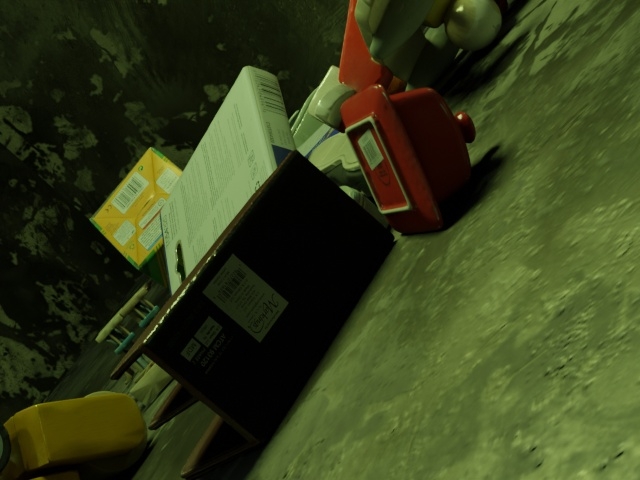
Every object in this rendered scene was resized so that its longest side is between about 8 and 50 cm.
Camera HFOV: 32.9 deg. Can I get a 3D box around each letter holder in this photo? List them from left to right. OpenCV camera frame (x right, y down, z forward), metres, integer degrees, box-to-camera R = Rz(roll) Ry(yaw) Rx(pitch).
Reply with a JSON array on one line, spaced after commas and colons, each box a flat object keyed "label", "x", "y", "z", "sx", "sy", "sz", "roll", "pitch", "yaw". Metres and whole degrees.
[{"label": "letter holder", "x": -0.090, "y": 0.086, "z": 1.182, "sx": 0.214, "sy": 0.152, "sz": 0.302, "roll": -39, "pitch": 13, "yaw": 52}]

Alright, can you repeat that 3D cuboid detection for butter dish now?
[{"label": "butter dish", "x": 0.108, "y": -0.099, "z": 1.135, "sx": 0.118, "sy": 0.160, "sz": 0.160, "roll": -26, "pitch": 4, "yaw": -13}]

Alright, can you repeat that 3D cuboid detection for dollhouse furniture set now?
[{"label": "dollhouse furniture set", "x": -0.292, "y": 0.169, "z": 1.827, "sx": 0.129, "sy": 0.129, "sz": 0.184, "roll": -48, "pitch": 8, "yaw": 2}]

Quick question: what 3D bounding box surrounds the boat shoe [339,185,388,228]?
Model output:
[{"label": "boat shoe", "x": 0.001, "y": -0.001, "z": 1.344, "sx": 0.227, "sy": 0.081, "sz": 0.079, "roll": -22, "pitch": 41, "yaw": 55}]

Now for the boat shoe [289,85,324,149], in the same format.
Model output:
[{"label": "boat shoe", "x": -0.020, "y": -0.238, "z": 2.320, "sx": 0.302, "sy": 0.114, "sz": 0.091, "roll": -49, "pitch": 15, "yaw": -10}]

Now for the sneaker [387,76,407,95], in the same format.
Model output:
[{"label": "sneaker", "x": 0.103, "y": -0.269, "z": 1.851, "sx": 0.175, "sy": 0.064, "sz": 0.067, "roll": -30, "pitch": -35, "yaw": -55}]

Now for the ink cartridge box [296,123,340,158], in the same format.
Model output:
[{"label": "ink cartridge box", "x": 0.018, "y": -0.168, "z": 2.007, "sx": 0.307, "sy": 0.072, "sz": 0.304, "roll": -45, "pitch": 11, "yaw": 27}]

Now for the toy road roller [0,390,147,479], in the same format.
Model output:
[{"label": "toy road roller", "x": -0.382, "y": 0.352, "z": 1.434, "sx": 0.329, "sy": 0.241, "sz": 0.202, "roll": -6, "pitch": -22, "yaw": -40}]

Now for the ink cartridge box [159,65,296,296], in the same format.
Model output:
[{"label": "ink cartridge box", "x": -0.136, "y": -0.040, "z": 1.643, "sx": 0.330, "sy": 0.071, "sz": 0.324, "roll": -55, "pitch": 35, "yaw": 35}]

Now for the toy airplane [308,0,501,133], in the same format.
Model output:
[{"label": "toy airplane", "x": 0.131, "y": -0.314, "z": 1.621, "sx": 0.386, "sy": 0.272, "sz": 0.384, "roll": -69, "pitch": -18, "yaw": -45}]

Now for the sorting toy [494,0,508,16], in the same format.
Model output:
[{"label": "sorting toy", "x": 0.292, "y": -0.389, "z": 1.722, "sx": 0.102, "sy": 0.061, "sz": 0.042, "roll": -40, "pitch": -24, "yaw": 6}]

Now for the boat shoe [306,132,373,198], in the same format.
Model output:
[{"label": "boat shoe", "x": 0.071, "y": -0.102, "z": 1.460, "sx": 0.112, "sy": 0.095, "sz": 0.335, "roll": -54, "pitch": 16, "yaw": -16}]

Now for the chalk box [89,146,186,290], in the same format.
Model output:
[{"label": "chalk box", "x": -0.237, "y": -0.002, "z": 1.972, "sx": 0.180, "sy": 0.289, "sz": 0.179, "roll": -50, "pitch": 53, "yaw": 0}]
